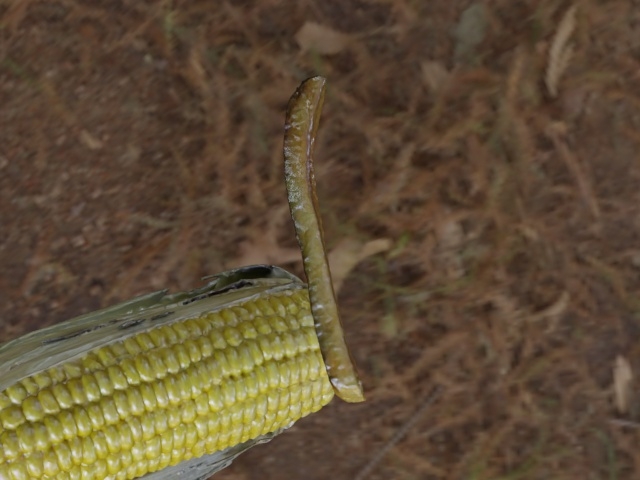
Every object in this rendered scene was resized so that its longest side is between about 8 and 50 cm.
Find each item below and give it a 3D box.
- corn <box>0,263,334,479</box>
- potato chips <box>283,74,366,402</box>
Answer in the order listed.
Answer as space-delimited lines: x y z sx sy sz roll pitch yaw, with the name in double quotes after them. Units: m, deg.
-0.121 0.106 1.151 0.305 0.122 0.123 -15 57 -27 "corn"
0.000 0.000 1.007 0.037 0.026 0.204 -9 82 17 "potato chips"
